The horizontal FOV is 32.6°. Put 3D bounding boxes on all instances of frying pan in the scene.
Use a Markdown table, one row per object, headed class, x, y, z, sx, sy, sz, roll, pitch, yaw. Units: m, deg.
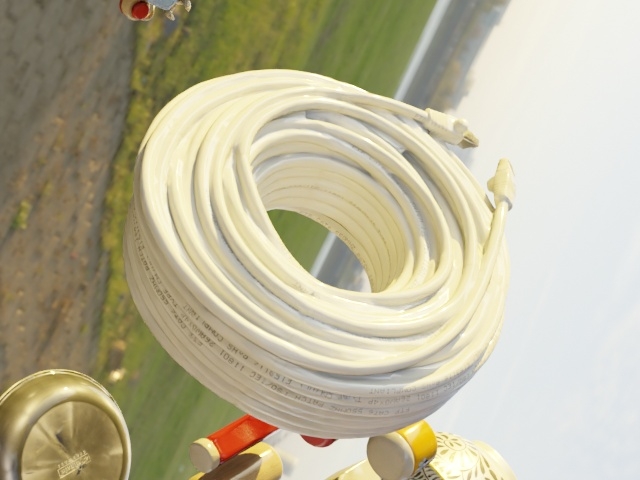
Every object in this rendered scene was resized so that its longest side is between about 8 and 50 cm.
| class | x | y | z | sx | sy | sz | roll | pitch | yaw |
| --- | --- | --- | --- | --- | --- | --- | --- | --- | --- |
| frying pan | -0.283 | 0.304 | 1.190 | 0.053 | 0.197 | 0.326 | -8 | -100 | 44 |

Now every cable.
| class | x | y | z | sx | sy | sz | roll | pitch | yaw |
| --- | --- | --- | --- | --- | --- | --- | --- | --- | --- |
| cable | 0.000 | 0.000 | 0.700 | 0.089 | 0.257 | 0.257 | 125 | -18 | -45 |

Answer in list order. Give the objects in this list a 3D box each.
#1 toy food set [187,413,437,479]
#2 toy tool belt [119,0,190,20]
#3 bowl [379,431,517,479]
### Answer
| class | x | y | z | sx | sy | sz | roll | pitch | yaw |
| --- | --- | --- | --- | --- | --- | --- | --- | --- | --- |
| toy food set | -0.031 | 0.179 | 0.812 | 0.104 | 0.111 | 0.232 | -21 | 171 | -47 |
| toy tool belt | -0.103 | -0.178 | 0.739 | 0.052 | 0.051 | 0.083 | 8 | 120 | -49 |
| bowl | 0.131 | 0.235 | 1.001 | 0.080 | 0.170 | 0.170 | -29 | 164 | -23 |
